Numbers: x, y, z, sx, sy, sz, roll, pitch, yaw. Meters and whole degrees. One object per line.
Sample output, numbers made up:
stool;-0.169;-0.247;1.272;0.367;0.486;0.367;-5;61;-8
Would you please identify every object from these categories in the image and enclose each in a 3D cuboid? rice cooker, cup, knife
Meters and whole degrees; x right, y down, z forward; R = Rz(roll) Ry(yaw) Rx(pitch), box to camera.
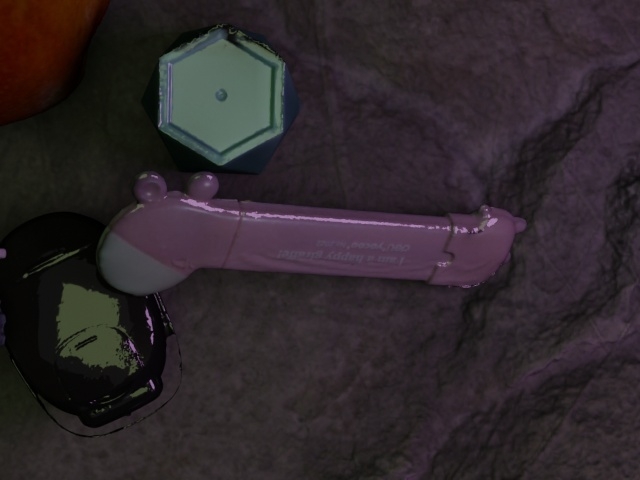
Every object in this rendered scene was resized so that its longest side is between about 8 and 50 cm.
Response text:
rice cooker;-0.210;0.071;1.259;0.142;0.118;0.203;-24;95;-3
cup;-0.079;-0.121;1.198;0.134;0.236;0.148;28;89;-7
knife;0.000;0.000;1.245;0.399;0.038;0.132;4;129;-25

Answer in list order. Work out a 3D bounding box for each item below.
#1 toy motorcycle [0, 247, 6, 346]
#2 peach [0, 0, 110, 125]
toy motorcycle;-0.418;0.022;1.218;0.327;0.143;0.188;4;92;19
peach;-0.323;-0.236;1.154;0.332;0.308;0.308;37;91;-19
